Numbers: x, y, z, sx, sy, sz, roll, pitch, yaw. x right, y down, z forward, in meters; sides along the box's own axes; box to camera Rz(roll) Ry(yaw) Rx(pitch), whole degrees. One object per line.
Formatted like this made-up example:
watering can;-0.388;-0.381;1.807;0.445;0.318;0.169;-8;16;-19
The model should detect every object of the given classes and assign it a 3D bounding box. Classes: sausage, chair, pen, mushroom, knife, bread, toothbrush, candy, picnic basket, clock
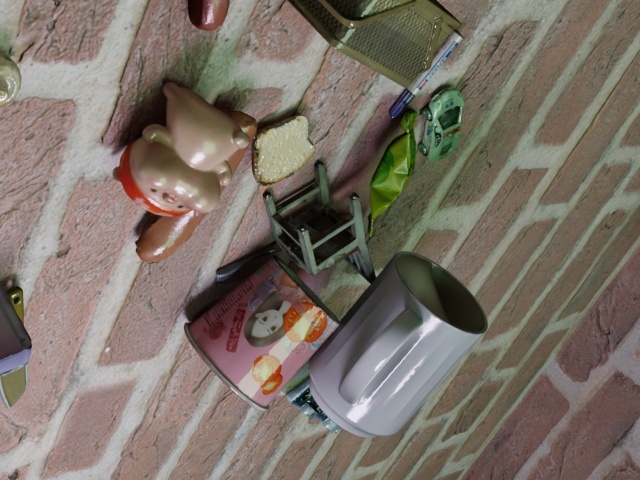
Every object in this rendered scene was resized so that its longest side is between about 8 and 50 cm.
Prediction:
sausage;-0.210;-0.089;1.852;0.327;0.079;0.087;-53;159;23
chair;0.000;0.000;2.124;0.147;0.136;0.270;-33;142;-17
sausage;-0.159;-0.348;1.585;0.054;0.059;0.094;-27;146;-34
pen;0.199;-0.313;2.078;0.204;0.025;0.025;-51;149;16
mushroom;-0.436;-0.208;1.445;0.083;0.067;0.084;-24;150;-15
knife;-0.539;0.192;1.894;0.061;0.027;0.343;-26;150;-30
bread;-0.072;-0.168;1.945;0.129;0.044;0.126;-27;140;-19
toothbrush;-0.071;0.009;2.195;0.321;0.023;0.031;-26;154;-23
candy;0.143;-0.133;2.117;0.149;0.069;0.246;-55;170;-77
picnic basket;0.082;-0.367;1.732;0.139;0.165;0.266;-50;148;16
clock;-0.566;0.157;1.698;0.193;0.145;0.073;-22;157;-28

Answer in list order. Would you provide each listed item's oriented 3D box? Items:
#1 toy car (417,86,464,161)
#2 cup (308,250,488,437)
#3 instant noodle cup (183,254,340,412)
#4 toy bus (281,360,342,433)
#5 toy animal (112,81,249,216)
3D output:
toy car;0.249;-0.229;2.215;0.093;0.058;0.186;-27;148;-20
cup;0.130;0.224;2.149;0.327;0.237;0.323;-51;170;22
instant noodle cup;-0.107;0.175;2.158;0.231;0.243;0.243;-43;150;1
toy bus;-0.006;0.304;2.490;0.152;0.190;0.312;-42;150;2
toy animal;-0.222;-0.130;1.713;0.198;0.171;0.171;-54;148;15
